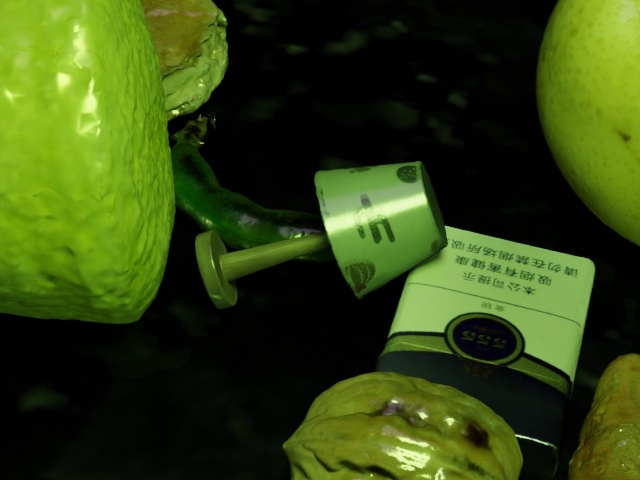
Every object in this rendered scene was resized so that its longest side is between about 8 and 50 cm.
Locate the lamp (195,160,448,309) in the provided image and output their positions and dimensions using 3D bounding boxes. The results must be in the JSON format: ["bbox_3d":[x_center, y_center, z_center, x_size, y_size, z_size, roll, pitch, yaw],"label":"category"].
[{"bbox_3d":[0.000,0.000,1.521,0.214,0.121,0.121,-16,38,9],"label":"lamp"}]

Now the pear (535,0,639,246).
[{"bbox_3d":[0.381,-0.139,1.627,0.348,0.348,0.348,5,38,-4],"label":"pear"}]

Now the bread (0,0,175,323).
[{"bbox_3d":[-0.285,-0.091,1.470,0.308,0.348,0.348,-4,38,3],"label":"bread"}]

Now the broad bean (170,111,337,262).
[{"bbox_3d":[-0.043,-0.035,1.643,0.292,0.049,0.144,27,45,22],"label":"broad bean"}]

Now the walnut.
[{"bbox_3d":[0.060,0.181,1.318,0.184,0.155,0.155,17,39,3],"label":"walnut"}]

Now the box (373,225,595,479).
[{"bbox_3d":[0.140,0.099,1.491,0.168,0.071,0.259,13,37,6],"label":"box"}]

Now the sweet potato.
[{"bbox_3d":[0.241,0.212,1.348,0.106,0.095,0.354,1,37,-2],"label":"sweet potato"}]

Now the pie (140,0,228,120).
[{"bbox_3d":[-0.259,-0.218,1.812,0.339,0.083,0.339,4,36,-3],"label":"pie"}]
